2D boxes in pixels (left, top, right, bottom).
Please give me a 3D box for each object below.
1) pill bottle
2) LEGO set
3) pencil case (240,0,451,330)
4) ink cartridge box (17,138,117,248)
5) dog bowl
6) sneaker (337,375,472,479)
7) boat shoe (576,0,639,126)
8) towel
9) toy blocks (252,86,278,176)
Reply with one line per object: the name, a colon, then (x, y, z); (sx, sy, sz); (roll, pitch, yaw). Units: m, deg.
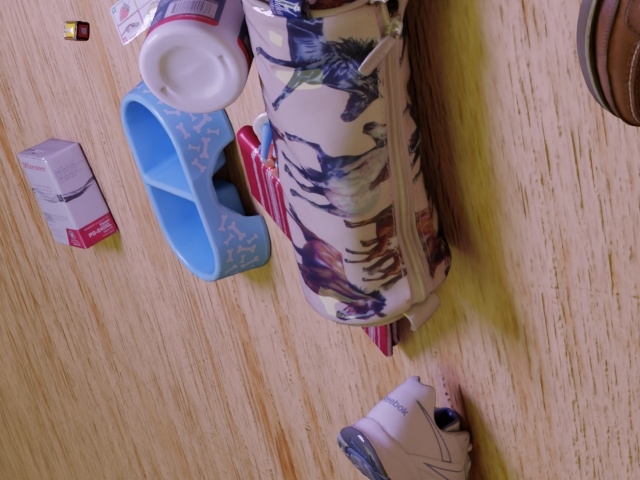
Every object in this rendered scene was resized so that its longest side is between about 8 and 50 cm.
pill bottle: (-0.111, -0.220, 1.839); (0.108, 0.180, 0.108); (6, 132, 7)
LEGO set: (-0.216, -0.317, 1.982); (0.244, 0.060, 0.182); (-33, 70, 35)
pencil case: (0.033, -0.105, 1.819); (0.183, 0.160, 0.410); (41, 150, 47)
ink cartridge box: (-0.373, -0.070, 2.710); (0.109, 0.063, 0.150); (12, 128, 58)
dog bowl: (-0.161, -0.078, 2.305); (0.166, 0.074, 0.297); (21, 136, 52)
sneaker: (0.131, 0.270, 2.130); (0.111, 0.129, 0.297); (34, 164, 38)
boat shoe: (0.267, -0.190, 1.354); (0.104, 0.110, 0.307); (42, 150, 33)
towel: (0.000, 0.000, 2.088); (0.275, 0.031, 0.199); (51, 172, 16)
toy blocks: (-0.044, -0.119, 1.964); (0.054, 0.148, 0.123); (8, 143, 1)
